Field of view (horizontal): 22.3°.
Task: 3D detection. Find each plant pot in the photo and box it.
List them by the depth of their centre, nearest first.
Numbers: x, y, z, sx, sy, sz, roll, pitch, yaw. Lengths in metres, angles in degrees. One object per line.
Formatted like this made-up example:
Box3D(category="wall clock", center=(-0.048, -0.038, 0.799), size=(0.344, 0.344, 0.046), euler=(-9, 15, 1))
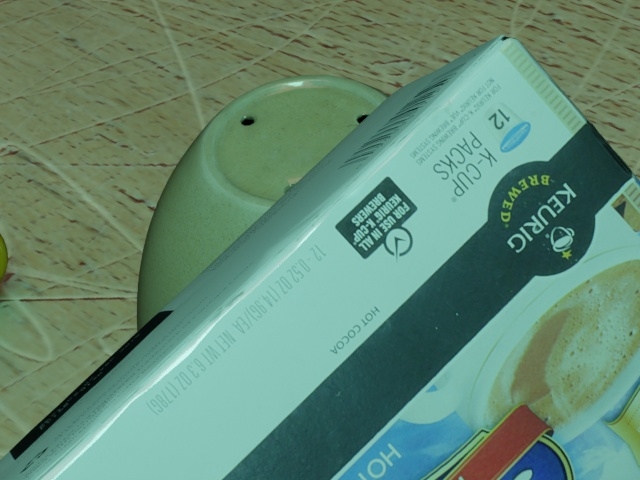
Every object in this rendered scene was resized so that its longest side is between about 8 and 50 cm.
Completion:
Box3D(category="plant pot", center=(0.000, 0.000, 1.117), size=(0.284, 0.191, 0.284), euler=(-4, 46, 5))

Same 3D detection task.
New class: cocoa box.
Box3D(category="cocoa box", center=(0.024, 0.098, 0.886), size=(0.347, 0.231, 0.228), euler=(-43, 97, -12))

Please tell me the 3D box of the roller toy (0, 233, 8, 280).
Box3D(category="roller toy", center=(-0.349, 0.019, 1.160), size=(0.191, 0.209, 0.146), euler=(-45, 48, 8))
